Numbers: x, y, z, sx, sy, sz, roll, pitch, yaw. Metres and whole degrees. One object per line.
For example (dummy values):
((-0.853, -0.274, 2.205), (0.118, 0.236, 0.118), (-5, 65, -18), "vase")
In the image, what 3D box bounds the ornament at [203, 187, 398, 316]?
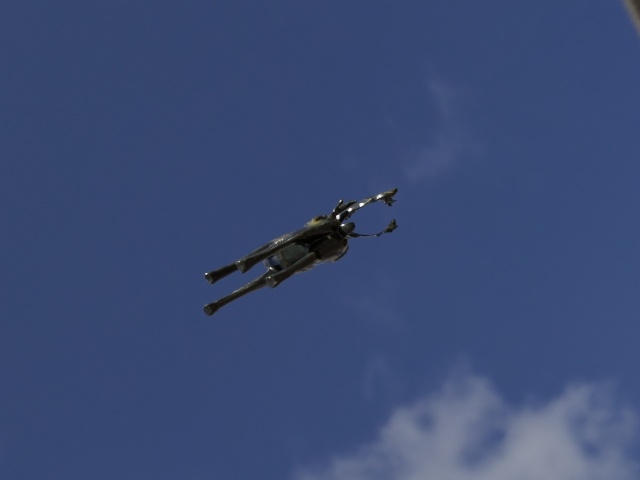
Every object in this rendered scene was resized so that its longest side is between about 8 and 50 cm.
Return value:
((0.000, 0.000, 0.934), (0.125, 0.073, 0.028), (-27, -88, -38), "ornament")
